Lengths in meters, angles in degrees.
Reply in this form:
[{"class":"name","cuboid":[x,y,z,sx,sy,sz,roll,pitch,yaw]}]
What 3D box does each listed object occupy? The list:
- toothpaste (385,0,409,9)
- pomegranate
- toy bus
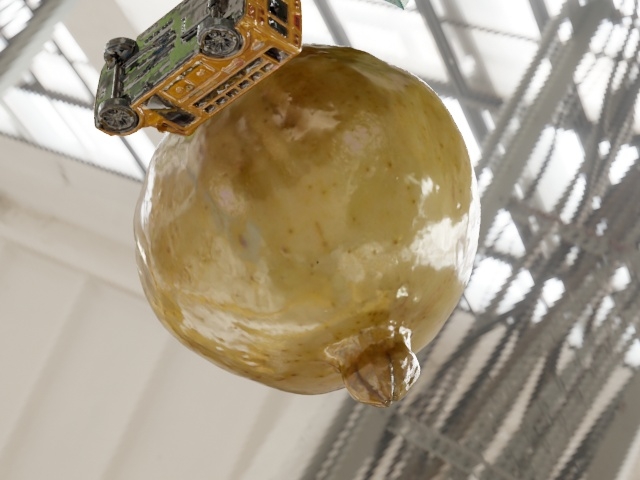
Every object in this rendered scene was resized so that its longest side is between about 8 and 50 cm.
[{"class":"toothpaste","cuboid":[0.050,-0.376,1.693,0.065,0.266,0.050,26,-104,30]},{"class":"pomegranate","cuboid":[0.000,0.000,1.488,0.410,0.410,0.410,-13,-129,16]},{"class":"toy bus","cuboid":[-0.106,-0.149,1.189,0.194,0.088,0.083,-30,-135,35]}]
